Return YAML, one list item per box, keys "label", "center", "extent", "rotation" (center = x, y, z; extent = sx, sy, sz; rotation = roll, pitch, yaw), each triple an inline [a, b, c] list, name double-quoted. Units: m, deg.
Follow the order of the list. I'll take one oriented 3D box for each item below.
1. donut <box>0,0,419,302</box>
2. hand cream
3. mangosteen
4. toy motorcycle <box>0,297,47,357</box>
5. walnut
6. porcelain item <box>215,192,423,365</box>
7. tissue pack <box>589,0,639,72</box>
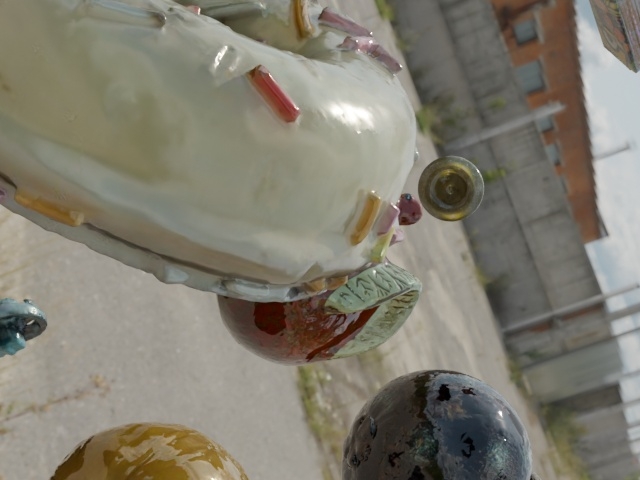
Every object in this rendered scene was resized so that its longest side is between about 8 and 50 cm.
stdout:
- label: "donut"
  center: [-0.094, -0.116, 0.675]
  extent: [0.382, 0.142, 0.382]
  rotation: [27, 22, -12]
- label: "hand cream"
  center: [0.184, -0.075, 1.376]
  extent: [0.203, 0.084, 0.084]
  rotation: [-27, 96, -76]
- label: "mangosteen"
  center: [0.167, 0.315, 1.388]
  extent: [0.288, 0.288, 0.288]
  rotation: [-21, 90, -80]
- label: "toy motorcycle"
  center: [-0.436, 0.103, 1.056]
  extent: [0.260, 0.206, 0.154]
  rotation: [18, 45, -51]
- label: "walnut"
  center: [-0.142, 0.255, 0.867]
  extent: [0.226, 0.193, 0.193]
  rotation: [69, 6, -56]
- label: "porcelain item"
  center: [0.000, 0.000, 1.053]
  extent: [0.253, 0.253, 0.253]
  rotation: [-21, 90, -80]
- label: "tissue pack"
  center: [0.480, -0.356, 1.622]
  extent: [0.148, 0.060, 0.108]
  rotation: [56, 3, -40]
